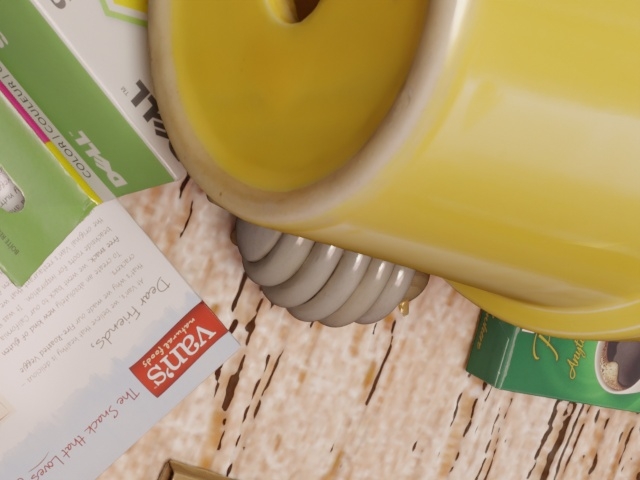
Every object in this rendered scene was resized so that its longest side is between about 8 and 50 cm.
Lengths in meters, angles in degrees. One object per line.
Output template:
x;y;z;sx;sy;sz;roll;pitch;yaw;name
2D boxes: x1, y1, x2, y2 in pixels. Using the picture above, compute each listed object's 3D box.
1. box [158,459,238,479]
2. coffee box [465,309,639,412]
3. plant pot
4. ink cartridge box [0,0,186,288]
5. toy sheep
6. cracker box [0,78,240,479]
-0.028;0.226;0.672;0.201;0.021;0.164;22;92;-25;box
0.184;0.045;0.711;0.184;0.040;0.113;11;97;-25;coffee box
0.075;-0.084;0.468;0.239;0.254;0.253;3;101;-41;plant pot
-0.084;-0.091;0.506;0.109;0.062;0.209;54;51;-24;ink cartridge box
0.000;0.000;0.597;0.132;0.091;0.091;18;94;-25;toy sheep
-0.169;0.013;0.539;0.156;0.067;0.232;-42;113;-10;cracker box
